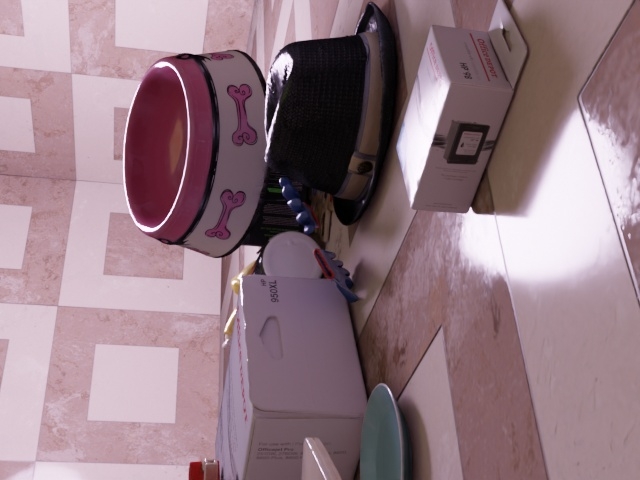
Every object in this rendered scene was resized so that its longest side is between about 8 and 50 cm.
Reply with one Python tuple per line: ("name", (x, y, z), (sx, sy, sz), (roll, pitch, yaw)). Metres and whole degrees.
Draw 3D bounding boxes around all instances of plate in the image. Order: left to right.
("plate", (0.078, 0.260, 1.030), (0.188, 0.024, 0.188), (-176, 90, -80))

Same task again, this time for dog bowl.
("dog bowl", (-0.251, -0.172, 1.705), (0.408, 0.150, 0.408), (-9, 79, 58))

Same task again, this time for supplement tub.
("supplement tub", (-0.065, 0.059, 1.621), (0.190, 0.117, 0.117), (127, 146, -72))

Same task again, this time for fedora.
("fedora", (-0.001, -0.183, 1.279), (0.334, 0.152, 0.334), (-175, 90, -80))

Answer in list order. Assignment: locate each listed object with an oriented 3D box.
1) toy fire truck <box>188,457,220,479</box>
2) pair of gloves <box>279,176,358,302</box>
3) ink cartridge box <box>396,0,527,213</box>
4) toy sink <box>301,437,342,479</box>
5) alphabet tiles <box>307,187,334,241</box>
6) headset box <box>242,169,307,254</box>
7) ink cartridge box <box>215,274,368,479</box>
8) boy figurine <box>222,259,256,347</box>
("toy fire truck", (-0.161, 0.371, 1.301), (0.192, 0.047, 0.135), (113, 156, -56))
("pair of gloves", (0.000, 0.000, 1.280), (0.198, 0.023, 0.159), (61, -174, 12))
("ink cartridge box", (0.125, -0.127, 0.825), (0.104, 0.060, 0.180), (-97, 15, -48))
("toy sink", (0.053, 0.319, 0.849), (0.153, 0.131, 0.234), (-154, 65, -79))
("alphabet tiles", (0.012, -0.177, 1.596), (0.285, 0.011, 0.342), (-146, 61, -78))
("headset box", (-0.100, -0.111, 1.804), (0.246, 0.131, 0.283), (-147, 61, -83))
("ink cartridge box", (-0.058, 0.289, 1.345), (0.285, 0.166, 0.395), (-102, 19, -50))
("boy figurine", (-0.122, 0.179, 1.726), (0.092, 0.177, 0.285), (-26, 71, 43))
